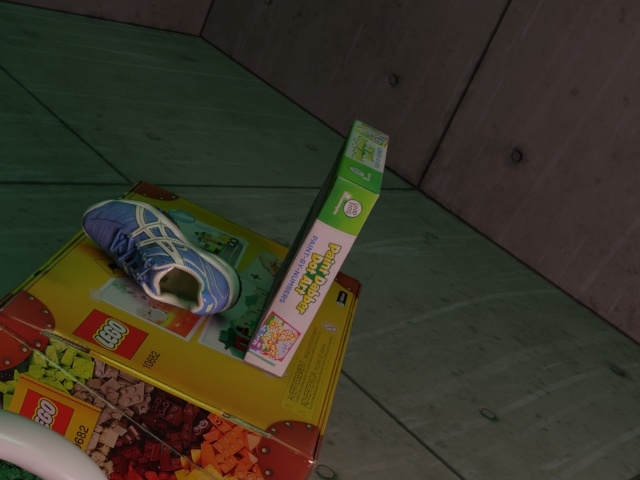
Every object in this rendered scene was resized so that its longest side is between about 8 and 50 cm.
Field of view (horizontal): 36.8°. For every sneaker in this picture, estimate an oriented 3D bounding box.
[{"bbox_3d":[-0.192,0.017,1.118,0.211,0.080,0.081,28,18,11],"label":"sneaker"}]

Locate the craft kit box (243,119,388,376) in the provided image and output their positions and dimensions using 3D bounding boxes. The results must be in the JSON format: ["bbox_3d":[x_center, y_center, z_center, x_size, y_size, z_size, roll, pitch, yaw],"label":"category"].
[{"bbox_3d":[0.000,0.000,1.143,0.060,0.247,0.250,24,22,-3],"label":"craft kit box"}]

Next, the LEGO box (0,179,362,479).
[{"bbox_3d":[-0.173,0.143,1.225,0.372,0.193,0.500,25,21,0],"label":"LEGO box"}]

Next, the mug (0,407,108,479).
[{"bbox_3d":[-0.263,0.273,0.580,0.328,0.374,0.276,25,3,-16],"label":"mug"}]
